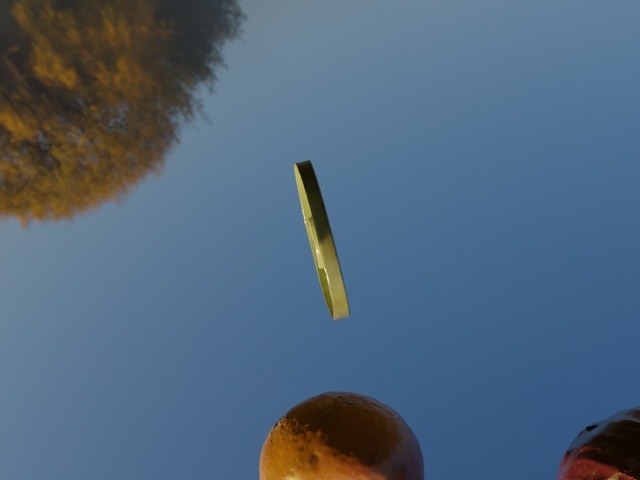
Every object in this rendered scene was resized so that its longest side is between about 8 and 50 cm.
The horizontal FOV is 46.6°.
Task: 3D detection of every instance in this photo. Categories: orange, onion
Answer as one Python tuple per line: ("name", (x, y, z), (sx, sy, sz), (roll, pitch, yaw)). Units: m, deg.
("orange", (0.029, 0.305, 1.007), (0.224, 0.224, 0.170), (-22, -147, 14))
("onion", (0.257, 0.212, 0.556), (0.154, 0.177, 0.177), (1, -143, 29))

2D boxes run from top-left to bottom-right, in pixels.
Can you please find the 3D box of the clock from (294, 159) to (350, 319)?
("clock", (0.000, 0.000, 1.061), (0.029, 0.234, 0.235), (-15, -155, -2))
